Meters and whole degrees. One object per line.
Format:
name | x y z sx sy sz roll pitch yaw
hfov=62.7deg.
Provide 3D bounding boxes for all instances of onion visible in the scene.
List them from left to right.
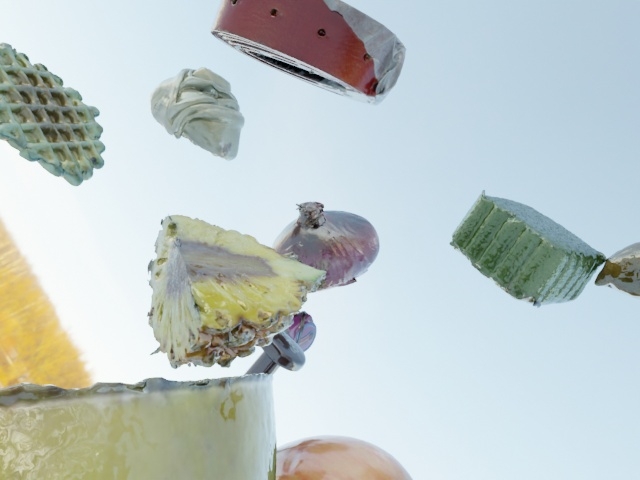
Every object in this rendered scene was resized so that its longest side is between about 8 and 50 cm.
onion | 0.000 0.000 1.599 0.348 0.348 0.285 14 -51 48

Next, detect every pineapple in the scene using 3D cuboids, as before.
pineapple | -0.139 0.126 0.919 0.209 0.286 0.344 -66 -146 22

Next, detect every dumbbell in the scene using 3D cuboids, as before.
dumbbell | -0.150 0.322 1.259 0.140 0.225 0.124 45 9 26

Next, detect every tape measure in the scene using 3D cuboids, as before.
tape measure | -0.069 0.270 1.546 0.074 0.118 0.125 23 -57 35

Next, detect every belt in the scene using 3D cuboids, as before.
belt | -0.016 -0.332 0.877 0.324 0.227 0.115 24 -80 5

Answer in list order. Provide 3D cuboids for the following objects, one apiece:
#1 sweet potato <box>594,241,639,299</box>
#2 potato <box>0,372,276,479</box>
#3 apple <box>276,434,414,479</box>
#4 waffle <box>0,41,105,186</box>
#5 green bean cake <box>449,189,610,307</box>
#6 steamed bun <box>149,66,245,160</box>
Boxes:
sweet potato | 0.768 0.055 1.021 0.423 0.130 0.130 -3 -60 16
potato | -0.234 0.280 0.442 0.386 0.442 0.319 -13 -108 19
apple | 0.002 0.522 0.888 0.347 0.391 0.391 1 -62 39
waffle | -0.602 -0.268 1.145 0.309 0.056 0.291 42 30 -50
green bean cake | 0.446 0.022 1.145 0.247 0.250 0.156 47 -63 40
steamed bun | -0.386 -0.441 1.728 0.219 0.310 0.324 -56 -149 19
